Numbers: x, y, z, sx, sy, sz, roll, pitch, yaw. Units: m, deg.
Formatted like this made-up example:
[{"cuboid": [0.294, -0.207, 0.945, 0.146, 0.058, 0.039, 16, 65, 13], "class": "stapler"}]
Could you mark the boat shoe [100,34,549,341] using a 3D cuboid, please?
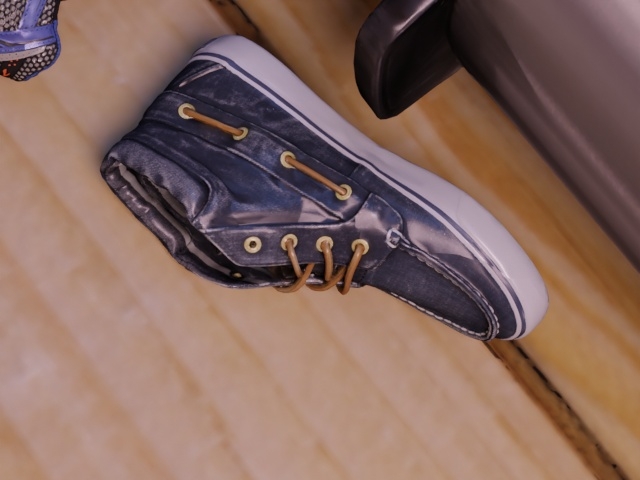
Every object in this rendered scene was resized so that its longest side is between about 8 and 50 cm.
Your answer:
[{"cuboid": [0.000, 0.000, 0.718, 0.183, 0.065, 0.083, 37, 61, 7], "class": "boat shoe"}]

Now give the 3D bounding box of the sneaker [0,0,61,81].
[{"cuboid": [-0.098, -0.149, 0.757, 0.087, 0.083, 0.221, 44, 63, -10], "class": "sneaker"}]

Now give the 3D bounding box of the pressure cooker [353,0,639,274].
[{"cuboid": [0.235, -0.141, 0.676, 0.420, 0.375, 0.370, 51, 39, 13], "class": "pressure cooker"}]
